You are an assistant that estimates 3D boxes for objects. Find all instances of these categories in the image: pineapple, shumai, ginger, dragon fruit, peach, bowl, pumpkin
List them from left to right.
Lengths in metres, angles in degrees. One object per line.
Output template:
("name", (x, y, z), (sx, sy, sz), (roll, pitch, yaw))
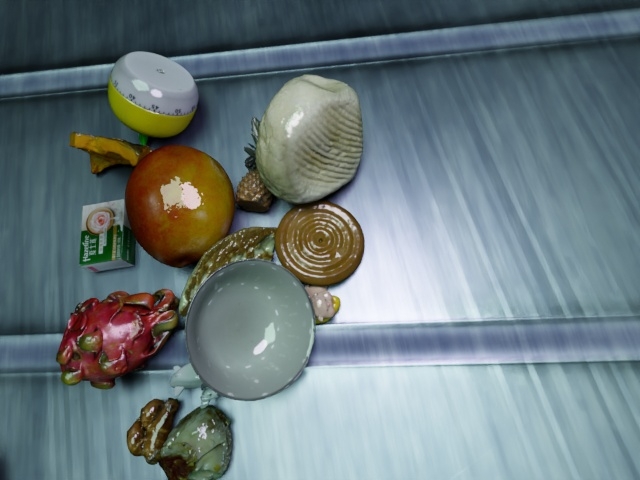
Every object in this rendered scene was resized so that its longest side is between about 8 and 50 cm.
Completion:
("pumpkin", (-0.616, -0.255, 1.327), (0.289, 0.258, 0.095), (7, 86, 6))
("dragon fruit", (-0.525, 0.238, 1.150), (0.227, 0.243, 0.308), (18, 75, 53))
("ginger", (-0.434, 0.480, 1.140), (0.103, 0.073, 0.162), (17, 67, -1))
("peach", (-0.385, -0.091, 1.225), (0.307, 0.308, 0.333), (-1, 83, 7))
("shumai", (-0.311, 0.496, 1.079), (0.183, 0.142, 0.184), (-2, 74, 7))
("bowl", (-0.193, 0.218, 1.122), (0.336, 0.157, 0.338), (5, 81, -31))
("pineapple", (-0.185, -0.227, 1.330), (0.130, 0.119, 0.278), (2, 71, 29))

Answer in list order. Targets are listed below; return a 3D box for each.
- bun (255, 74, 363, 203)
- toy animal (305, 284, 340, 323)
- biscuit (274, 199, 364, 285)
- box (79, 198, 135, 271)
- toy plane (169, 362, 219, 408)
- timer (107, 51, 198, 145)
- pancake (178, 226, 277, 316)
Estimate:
("bun", (-0.043, -0.278, 1.222), (0.227, 0.348, 0.353), (26, 97, 34))
("toy animal", (0.006, 0.160, 1.186), (0.091, 0.082, 0.115), (-15, 69, 1))
("biscuit", (0.000, -0.001, 1.237), (0.261, 0.037, 0.262), (2, 66, -5))
("box", (-0.638, -0.014, 1.335), (0.135, 0.081, 0.199), (-9, 68, 4))
("toy plane", (-0.311, 0.351, 1.163), (0.173, 0.080, 0.174), (-7, 51, 9))
("timer", (-0.538, -0.419, 1.401), (0.284, 0.285, 0.286), (-2, 70, 7))
("pancake", (-0.233, 0.078, 1.215), (0.376, 0.198, 0.054), (-35, 26, -26))
